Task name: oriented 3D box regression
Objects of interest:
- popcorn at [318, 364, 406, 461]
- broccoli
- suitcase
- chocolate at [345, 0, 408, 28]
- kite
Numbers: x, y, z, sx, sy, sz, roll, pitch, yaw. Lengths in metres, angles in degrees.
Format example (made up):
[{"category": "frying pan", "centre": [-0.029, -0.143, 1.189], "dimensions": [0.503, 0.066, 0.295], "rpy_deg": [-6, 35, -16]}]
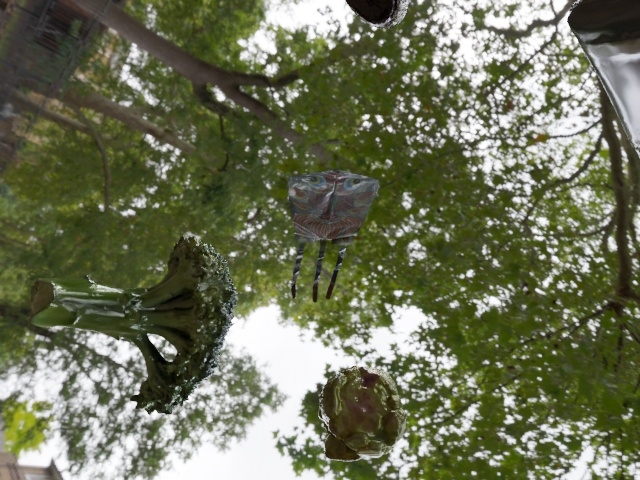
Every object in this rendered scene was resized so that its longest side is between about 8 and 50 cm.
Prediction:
[{"category": "popcorn", "centre": [0.044, 0.190, 0.556], "dimensions": [0.109, 0.096, 0.089], "rpy_deg": [-75, -170, -45]}, {"category": "broccoli", "centre": [-0.358, 0.120, 1.063], "dimensions": [0.275, 0.397, 0.353], "rpy_deg": [-39, -160, 37]}, {"category": "suitcase", "centre": [0.597, -0.286, 0.787], "dimensions": [0.194, 0.434, 0.283], "rpy_deg": [-42, -160, 0]}, {"category": "chocolate", "centre": [0.087, -0.422, 0.793], "dimensions": [0.080, 0.125, 0.149], "rpy_deg": [-70, 172, -62]}, {"category": "kite", "centre": [0.000, -0.002, 0.709], "dimensions": [0.016, 0.127, 0.229], "rpy_deg": [-102, -158, -54]}]
